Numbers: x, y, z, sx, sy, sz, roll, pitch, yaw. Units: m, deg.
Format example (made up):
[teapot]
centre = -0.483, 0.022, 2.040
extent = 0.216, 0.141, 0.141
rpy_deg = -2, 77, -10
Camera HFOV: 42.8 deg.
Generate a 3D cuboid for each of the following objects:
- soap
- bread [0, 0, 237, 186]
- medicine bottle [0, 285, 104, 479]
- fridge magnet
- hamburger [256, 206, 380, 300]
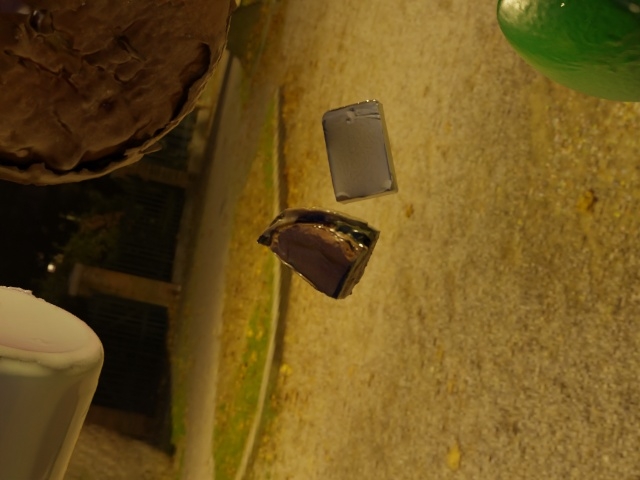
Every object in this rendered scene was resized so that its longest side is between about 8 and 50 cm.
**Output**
[soap]
centre = 0.074, -0.170, 1.580
extent = 0.064, 0.121, 0.183
rpy_deg = 7, -108, -76
[bread]
centre = -0.282, -0.230, 0.921
extent = 0.204, 0.358, 0.337
rpy_deg = 48, 141, 28
[medicine bottle]
centre = -0.300, 0.193, 0.669
extent = 0.170, 0.170, 0.293
rpy_deg = -131, 60, -75
[fridge magnet]
centre = 0.281, -0.214, 0.839
extent = 0.088, 0.208, 0.208
rpy_deg = -63, 11, -8
[hamburger]
centre = 0.000, 0.000, 1.552
extent = 0.135, 0.208, 0.155
rpy_deg = -15, -49, -66
